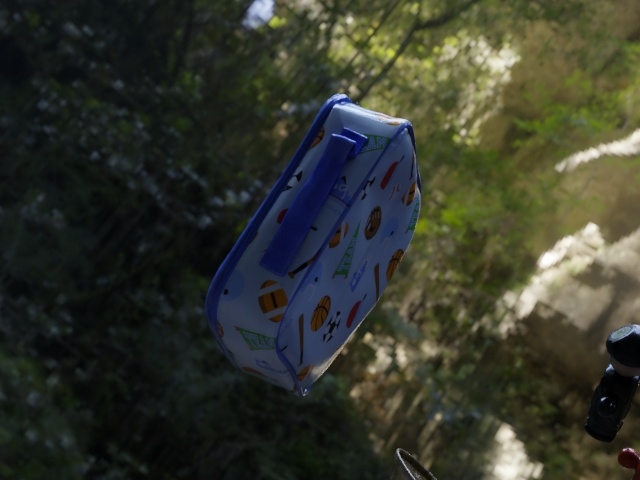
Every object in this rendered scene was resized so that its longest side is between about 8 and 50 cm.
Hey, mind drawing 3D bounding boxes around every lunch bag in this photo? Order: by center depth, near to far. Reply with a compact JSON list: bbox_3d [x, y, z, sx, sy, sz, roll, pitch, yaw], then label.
[{"bbox_3d":[0.000,0.000,1.452,0.115,0.303,0.243,24,-18,20],"label":"lunch bag"}]

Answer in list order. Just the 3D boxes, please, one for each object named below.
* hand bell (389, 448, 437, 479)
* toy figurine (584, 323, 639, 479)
[{"bbox_3d":[0.032,0.337,1.396,0.126,0.242,0.126,46,5,-5],"label":"hand bell"},{"bbox_3d":[0.410,0.196,1.505,0.209,0.213,0.148,1,-54,-13],"label":"toy figurine"}]
